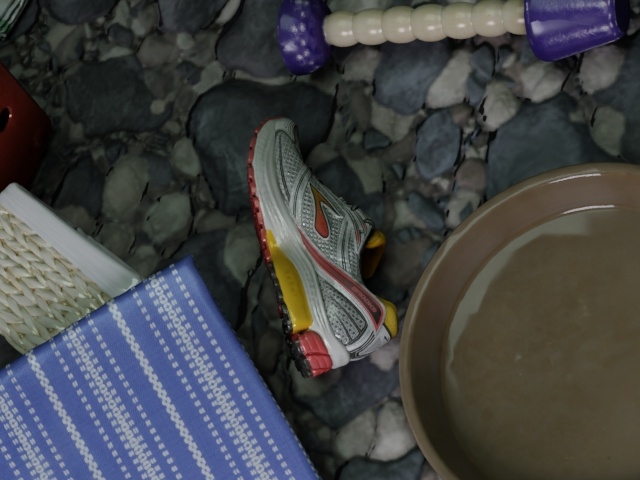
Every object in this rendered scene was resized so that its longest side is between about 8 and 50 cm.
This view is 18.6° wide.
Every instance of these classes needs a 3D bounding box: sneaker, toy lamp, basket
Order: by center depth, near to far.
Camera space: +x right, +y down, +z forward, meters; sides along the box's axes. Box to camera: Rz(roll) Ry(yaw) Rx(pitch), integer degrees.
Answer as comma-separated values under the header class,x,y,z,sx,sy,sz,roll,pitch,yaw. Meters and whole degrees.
class,x,y,z,sx,sy,sz,roll,pitch,yaw
sneaker,0.000,0.000,1.498,0.092,0.088,0.225,-15,60,-5
toy lamp,0.103,-0.173,1.520,0.274,0.080,0.080,-1,67,24
basket,-0.197,0.050,1.538,0.167,0.113,0.103,34,86,33

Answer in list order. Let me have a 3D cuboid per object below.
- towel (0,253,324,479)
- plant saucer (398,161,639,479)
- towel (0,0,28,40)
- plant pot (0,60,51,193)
class,x,y,z,sx,sy,sz,roll,pitch,yaw
towel,-0.174,0.198,1.446,0.336,0.040,0.243,-32,86,7
plant saucer,0.190,0.077,1.387,0.277,0.041,0.278,-10,64,21
towel,-0.294,-0.263,1.780,0.113,0.023,0.152,21,77,30
plant pot,-0.381,-0.082,1.614,0.235,0.267,0.267,17,75,17
